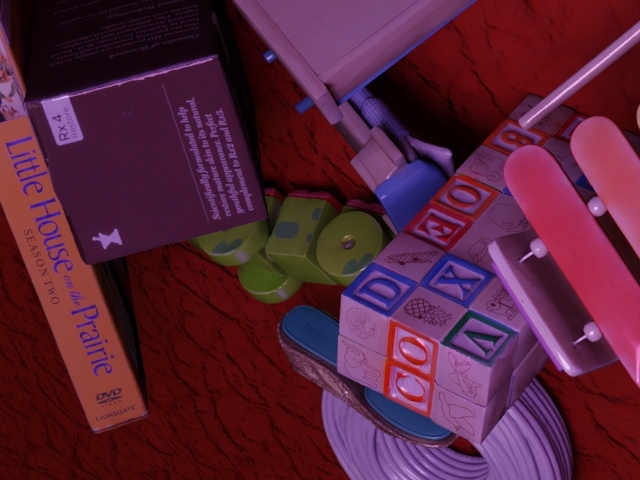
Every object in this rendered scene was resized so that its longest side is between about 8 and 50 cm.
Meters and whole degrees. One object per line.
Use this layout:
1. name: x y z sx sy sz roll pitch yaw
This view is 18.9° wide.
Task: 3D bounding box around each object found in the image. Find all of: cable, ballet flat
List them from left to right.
1. ballet flat: 0.047 0.131 1.747 0.206 0.073 0.067 37 156 26
2. cable: 0.124 0.190 1.833 0.257 0.089 0.257 42 140 4

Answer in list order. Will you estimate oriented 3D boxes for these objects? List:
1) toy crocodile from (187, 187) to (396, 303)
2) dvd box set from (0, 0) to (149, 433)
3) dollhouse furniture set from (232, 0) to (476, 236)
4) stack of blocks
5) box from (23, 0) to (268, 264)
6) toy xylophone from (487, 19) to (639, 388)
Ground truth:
1. toy crocodile: 0.000 0.000 1.766 0.340 0.105 0.115 10 159 33
2. dvd box set: -0.259 -0.073 1.791 0.062 0.308 0.420 -17 121 -1
3. dollhouse furniture set: 0.050 -0.186 1.582 0.286 0.198 0.303 52 178 27
4. stack of blocks: 0.163 0.022 1.486 0.171 0.297 0.087 25 137 23
5. box: -0.149 -0.116 1.658 0.167 0.203 0.168 -14 123 3
6. toy xylophone: 0.257 -0.054 1.341 0.322 0.081 0.236 -44 72 16
